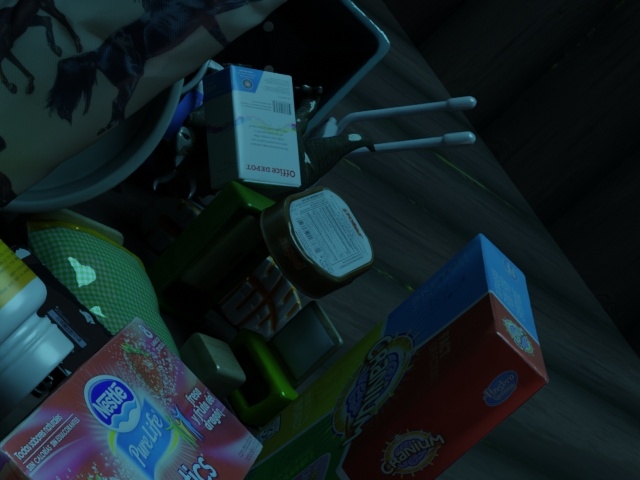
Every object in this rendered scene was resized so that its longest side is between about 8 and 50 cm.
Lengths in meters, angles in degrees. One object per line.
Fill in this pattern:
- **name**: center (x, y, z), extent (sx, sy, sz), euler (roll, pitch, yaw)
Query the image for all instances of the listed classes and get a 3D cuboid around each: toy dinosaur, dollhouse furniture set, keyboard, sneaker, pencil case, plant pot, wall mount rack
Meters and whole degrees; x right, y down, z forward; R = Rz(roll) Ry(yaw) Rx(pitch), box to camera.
- **toy dinosaur**: center (-0.077, -0.105, 1.851), extent (0.121, 0.160, 0.313), euler (5, -5, 43)
- **dollhouse furniture set**: center (-0.126, 0.041, 1.594), extent (0.301, 0.151, 0.197), euler (26, 26, -53)
- **keyboard**: center (-0.229, 0.087, 1.420), extent (0.180, 0.023, 0.108), euler (44, 35, 5)
- **sneaker**: center (-0.101, 0.021, 1.849), extent (0.215, 0.084, 0.083), euler (44, 11, -7)
- **pencil case**: center (-0.211, -0.156, 1.375), extent (0.160, 0.410, 0.183), euler (50, 8, -25)
- **plant pot**: center (-0.091, -0.267, 2.324), extent (0.248, 0.247, 0.252), euler (44, -2, -9)
- **wall mount rack**: center (0.044, -0.084, 2.073), extent (0.130, 0.304, 0.350), euler (42, 16, -8)

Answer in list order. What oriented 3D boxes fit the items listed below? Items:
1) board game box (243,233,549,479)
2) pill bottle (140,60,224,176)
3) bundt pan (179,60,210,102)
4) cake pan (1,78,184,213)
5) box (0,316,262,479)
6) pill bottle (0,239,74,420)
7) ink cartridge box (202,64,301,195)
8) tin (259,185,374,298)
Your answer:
- **board game box**: center (0.055, 0.155, 1.485), extent (0.064, 0.316, 0.242), euler (44, 15, -13)
- **pill bottle**: center (-0.177, -0.152, 1.942), extent (0.272, 0.152, 0.152), euler (29, 23, -50)
- **bundt pan**: center (-0.257, -0.241, 1.737), extent (0.331, 0.331, 0.124), euler (50, -21, 9)
- **cake pan**: center (-0.271, -0.171, 1.533), extent (0.293, 0.293, 0.054), euler (45, -5, -7)
- **box**: center (-0.166, 0.184, 1.136), extent (0.142, 0.154, 0.300), euler (46, 17, -2)
- **pill bottle**: center (-0.288, 0.032, 1.248), extent (0.215, 0.117, 0.117), euler (45, 15, -4)
- **ink cartridge box**: center (-0.071, -0.111, 1.736), extent (0.088, 0.052, 0.122), euler (6, 74, -44)
- **tin**: center (0.000, 0.000, 1.698), extent (0.106, 0.040, 0.190), euler (62, 21, 2)
